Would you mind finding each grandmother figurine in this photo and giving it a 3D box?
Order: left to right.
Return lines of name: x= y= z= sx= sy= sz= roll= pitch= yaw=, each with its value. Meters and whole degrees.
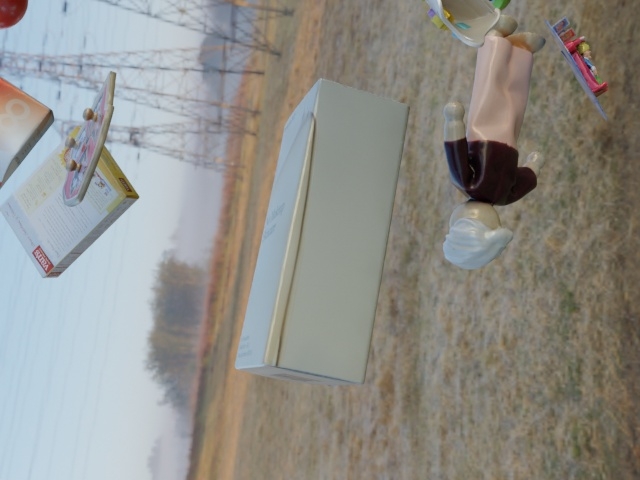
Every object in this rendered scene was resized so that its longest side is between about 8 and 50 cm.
grandmother figurine: x=0.238 y=-0.126 z=1.002 sx=0.104 sy=0.208 sz=0.342 roll=-5 pitch=71 yaw=64

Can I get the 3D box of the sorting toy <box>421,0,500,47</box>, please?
sorting toy: x=0.106 y=-0.185 z=0.571 sx=0.045 sy=0.083 sz=0.075 roll=-39 pitch=29 yaw=28

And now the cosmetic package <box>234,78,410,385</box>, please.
cosmetic package: x=0.000 y=0.000 z=0.801 sx=0.160 sy=0.113 sz=0.309 roll=145 pitch=136 yaw=-69

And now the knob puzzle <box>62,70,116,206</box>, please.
knob puzzle: x=-0.354 y=-0.134 z=1.059 sx=0.213 sy=0.030 sz=0.213 roll=-37 pitch=44 yaw=45

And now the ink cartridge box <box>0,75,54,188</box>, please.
ink cartridge box: x=-0.437 y=-0.125 z=0.865 sx=0.179 sy=0.145 sz=0.045 roll=-59 pitch=4 yaw=-18

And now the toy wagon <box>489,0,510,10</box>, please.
toy wagon: x=0.255 y=-0.469 z=1.039 sx=0.068 sy=0.267 sz=0.344 roll=-33 pitch=-43 yaw=-38

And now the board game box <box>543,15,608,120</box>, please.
board game box: x=0.370 y=-0.246 z=0.998 sx=0.033 sy=0.168 sz=0.133 roll=-32 pitch=34 yaw=20

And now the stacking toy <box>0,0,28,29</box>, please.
stacking toy: x=-0.413 y=-0.445 z=0.960 sx=0.141 sy=0.141 sz=0.330 roll=160 pitch=125 yaw=-83

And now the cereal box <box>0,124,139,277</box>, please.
cereal box: x=-0.465 y=-0.069 z=1.316 sx=0.173 sy=0.240 sz=0.047 roll=54 pitch=-163 yaw=13
